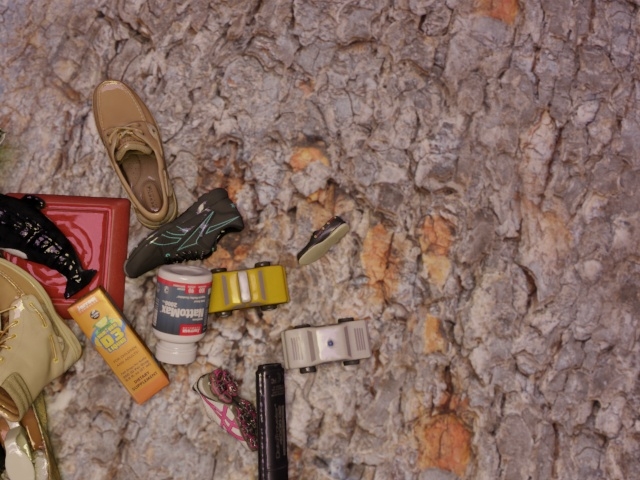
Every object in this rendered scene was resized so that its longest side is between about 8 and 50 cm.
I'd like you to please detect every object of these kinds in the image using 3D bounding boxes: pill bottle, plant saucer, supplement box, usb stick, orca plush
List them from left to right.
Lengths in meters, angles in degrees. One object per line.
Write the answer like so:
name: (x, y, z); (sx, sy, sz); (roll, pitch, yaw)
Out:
orca plush: (-0.572, -0.002, 1.298); (0.151, 0.102, 0.287); (-39, 87, -12)
plant saucer: (-0.527, 0.029, 1.375); (0.258, 0.048, 0.259); (2, 80, -7)
supplement box: (-0.391, 0.202, 1.320); (0.078, 0.080, 0.233); (-36, 98, -11)
pill bottle: (-0.275, 0.145, 1.338); (0.107, 0.108, 0.180); (7, 99, -6)
usb stick: (-0.097, 0.385, 1.345); (0.045, 0.077, 0.278); (-6, 82, 33)

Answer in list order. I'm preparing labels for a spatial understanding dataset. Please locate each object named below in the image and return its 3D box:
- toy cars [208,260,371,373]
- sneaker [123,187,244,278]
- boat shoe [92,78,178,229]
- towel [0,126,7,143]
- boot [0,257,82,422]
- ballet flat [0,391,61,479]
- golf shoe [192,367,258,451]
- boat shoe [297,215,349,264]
toy cars: (-0.070, 0.155, 1.388); (0.393, 0.087, 0.176); (33, 78, 0)
sneaker: (-0.277, 0.002, 1.384); (0.267, 0.101, 0.106); (-38, 88, -12)
boat shoe: (-0.381, -0.192, 1.400); (0.121, 0.110, 0.341); (-24, 83, -11)
towel: (-0.812, -0.153, 1.324); (0.324, 0.056, 0.312); (24, 77, 17)
boot: (-0.576, 0.177, 1.235); (0.095, 0.203, 0.262); (-20, 111, 27)
ballet flat: (-0.577, 0.349, 1.275); (0.123, 0.123, 0.349); (-19, 82, -10)
golf shoe: (-0.183, 0.344, 1.359); (0.086, 0.067, 0.186); (-28, 96, 30)
boat shoe: (0.000, 0.001, 1.450); (0.133, 0.049, 0.042); (-41, 59, -5)
